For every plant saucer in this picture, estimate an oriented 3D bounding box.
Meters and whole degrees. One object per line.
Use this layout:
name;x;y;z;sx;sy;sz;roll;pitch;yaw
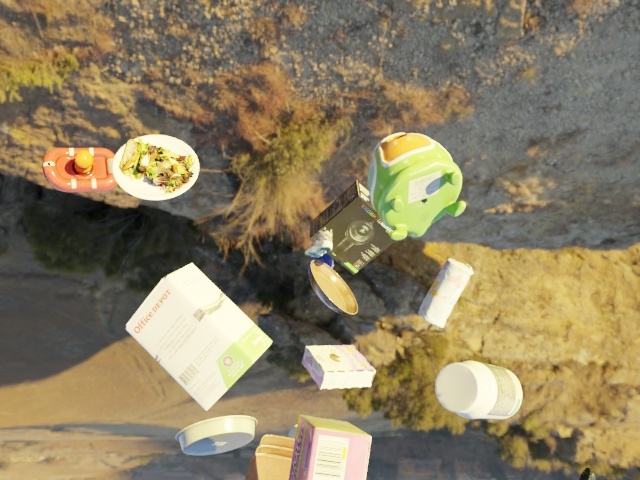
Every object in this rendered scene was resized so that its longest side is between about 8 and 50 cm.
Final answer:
plant saucer;0.030;0.143;1.574;0.036;0.199;0.198;-41;141;18

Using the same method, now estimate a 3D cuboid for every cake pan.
cake pan;-0.368;0.704;1.941;0.293;0.054;0.293;-11;147;-7

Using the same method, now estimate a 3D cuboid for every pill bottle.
pill bottle;0.587;0.555;2.007;0.204;0.204;0.361;-21;152;35

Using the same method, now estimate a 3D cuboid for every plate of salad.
plate of salad;-0.389;-0.182;1.282;0.199;0.200;0.048;3;147;-11

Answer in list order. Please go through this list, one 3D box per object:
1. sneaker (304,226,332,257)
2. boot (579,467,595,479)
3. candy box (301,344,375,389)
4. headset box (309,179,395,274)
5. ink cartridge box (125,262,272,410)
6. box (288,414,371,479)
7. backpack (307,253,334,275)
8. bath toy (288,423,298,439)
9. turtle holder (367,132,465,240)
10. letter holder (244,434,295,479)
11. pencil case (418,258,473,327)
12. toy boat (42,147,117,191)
sneaker;0.000;0.000;1.309;0.038;0.069;0.098;25;152;-31
boot;0.744;0.681;1.448;0.099;0.121;0.045;18;178;4
candy box;0.059;0.427;1.838;0.196;0.070;0.165;5;-161;-27
headset box;0.126;-0.041;2.088;0.246;0.131;0.283;40;115;-22
ink cartridge box;-0.283;0.219;1.254;0.198;0.273;0.115;-47;176;23
box;0.008;0.493;1.132;0.117;0.214;0.243;11;167;-7
backpack;-0.007;0.107;2.273;0.097;0.120;0.101;0;132;20
bath toy;-0.006;0.847;2.269;0.129;0.152;0.348;15;159;-31
turtle holder;0.252;-0.148;1.458;0.243;0.227;0.320;-37;144;17
letter holder;-0.047;0.659;1.511;0.301;0.215;0.152;15;148;4
pencil case;0.494;0.208;2.129;0.124;0.273;0.113;21;-169;-18
toy boat;-0.768;-0.242;1.743;0.231;0.151;0.151;-5;165;-25
